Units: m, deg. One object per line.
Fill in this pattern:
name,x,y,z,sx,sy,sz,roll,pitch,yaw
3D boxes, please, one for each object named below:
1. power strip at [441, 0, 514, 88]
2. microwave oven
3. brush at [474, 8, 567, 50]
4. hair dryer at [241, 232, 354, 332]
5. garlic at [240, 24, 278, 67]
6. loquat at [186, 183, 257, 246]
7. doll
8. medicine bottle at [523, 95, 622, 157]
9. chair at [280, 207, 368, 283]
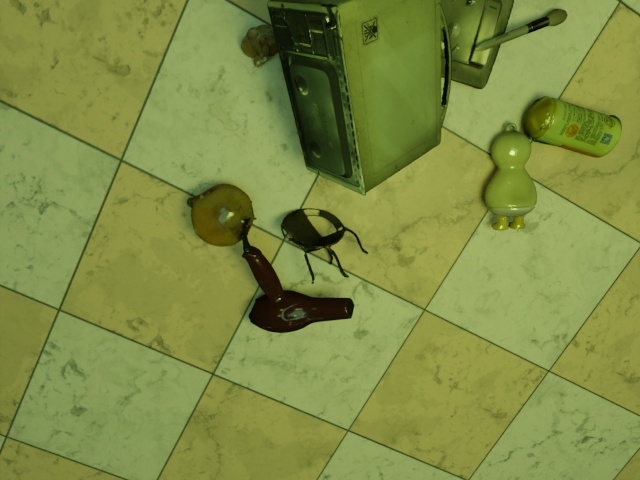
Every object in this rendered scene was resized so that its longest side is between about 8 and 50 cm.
power strip,0.348,-0.544,1.148,0.250,0.092,0.257,10,105,-15
microwave oven,0.095,-0.368,1.012,0.332,0.247,0.395,-34,133,-24
brush,0.512,-0.534,1.150,0.299,0.042,0.039,-25,136,-12
hair dryer,-0.101,0.111,1.237,0.312,0.123,0.341,-11,121,25
garlic,-0.149,-0.504,1.136,0.112,0.094,0.074,-14,66,6
loquat,-0.273,-0.072,1.220,0.204,0.149,0.172,24,105,7
doll,0.535,-0.177,1.264,0.141,0.117,0.297,-2,93,3
medicine bottle,0.675,-0.310,1.224,0.238,0.124,0.124,13,105,-6
chair,0.000,0.000,1.247,0.149,0.174,0.213,-23,106,45
